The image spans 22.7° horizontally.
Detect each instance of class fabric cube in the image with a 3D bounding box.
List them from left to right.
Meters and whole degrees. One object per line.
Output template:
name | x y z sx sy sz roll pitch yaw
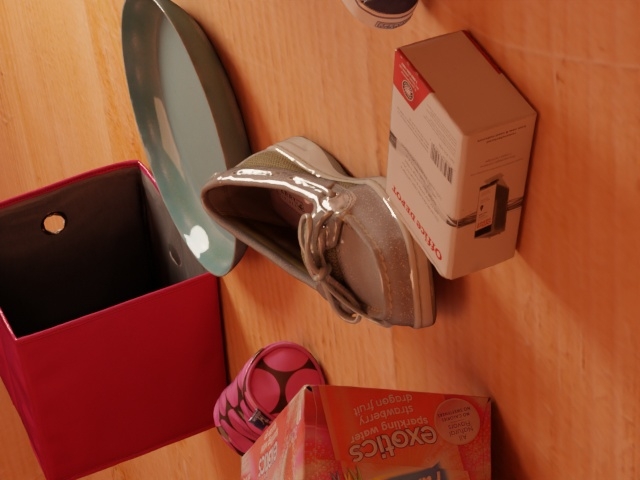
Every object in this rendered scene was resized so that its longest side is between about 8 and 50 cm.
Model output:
fabric cube | -0.279 0.099 1.991 0.259 0.254 0.258 52 156 44

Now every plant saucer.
plant saucer | -0.137 -0.117 1.703 0.317 0.044 0.317 162 90 -72

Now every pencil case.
pencil case | -0.055 0.177 1.688 0.098 0.095 0.209 48 161 4

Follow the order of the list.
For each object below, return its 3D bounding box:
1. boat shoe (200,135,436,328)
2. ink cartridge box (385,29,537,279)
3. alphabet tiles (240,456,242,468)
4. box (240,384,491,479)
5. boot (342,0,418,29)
boat shoe | -0.001 -0.003 1.324 0.320 0.103 0.118 -139 35 -57
ink cartridge box | 0.092 -0.057 1.078 0.135 0.056 0.099 92 153 -46
alphabet tiles | -0.062 0.351 1.867 0.278 0.021 0.284 135 129 -73
box | 0.026 0.223 1.321 0.300 0.154 0.142 125 149 -67
boot | 0.019 -0.243 1.111 0.190 0.069 0.086 55 150 20
